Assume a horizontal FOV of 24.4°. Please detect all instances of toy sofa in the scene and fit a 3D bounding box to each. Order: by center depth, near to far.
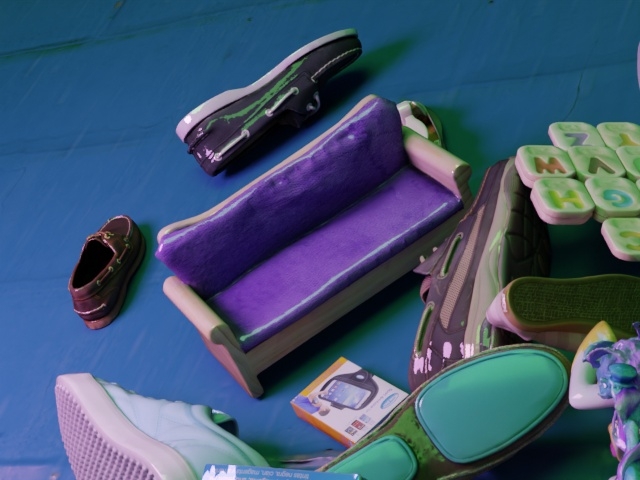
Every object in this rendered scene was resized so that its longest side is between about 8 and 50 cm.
[{"bbox_3d":[0.000,0.000,1.728,0.362,0.177,0.150,-33,34,-12],"label":"toy sofa"}]

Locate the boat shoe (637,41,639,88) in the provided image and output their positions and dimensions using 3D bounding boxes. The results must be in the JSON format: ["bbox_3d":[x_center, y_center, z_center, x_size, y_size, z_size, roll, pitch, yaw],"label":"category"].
[{"bbox_3d":[0.454,-0.146,1.626,0.105,0.113,0.306,0,33,-22],"label":"boat shoe"}]

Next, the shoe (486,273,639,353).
[{"bbox_3d":[0.268,0.075,1.481,0.219,0.058,0.076,8,62,-21],"label":"shoe"}]

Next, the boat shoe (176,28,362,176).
[{"bbox_3d":[-0.057,-0.195,2.109,0.302,0.091,0.114,-33,-10,-7],"label":"boat shoe"}]

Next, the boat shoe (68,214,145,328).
[{"bbox_3d":[-0.287,0.025,1.977,0.073,0.073,0.207,-17,34,16],"label":"boat shoe"}]

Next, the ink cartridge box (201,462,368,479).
[{"bbox_3d":[-0.022,0.330,1.246,0.168,0.171,0.232,-1,60,33],"label":"ink cartridge box"}]

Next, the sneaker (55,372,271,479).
[{"bbox_3d":[-0.172,0.229,1.611,0.150,0.135,0.366,-11,21,-29],"label":"sneaker"}]

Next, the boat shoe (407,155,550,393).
[{"bbox_3d":[0.164,0.036,1.612,0.130,0.132,0.355,-9,36,24],"label":"boat shoe"}]

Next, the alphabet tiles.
[{"bbox_3d":[0.362,-0.063,1.603,0.284,0.021,0.278,0,34,-8],"label":"alphabet tiles"}]

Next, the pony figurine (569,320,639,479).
[{"bbox_3d":[0.365,0.140,1.254,0.351,0.302,0.363,-21,18,19],"label":"pony figurine"}]

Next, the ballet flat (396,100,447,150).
[{"bbox_3d":[0.125,-0.146,1.937,0.072,0.068,0.213,-24,34,3],"label":"ballet flat"}]

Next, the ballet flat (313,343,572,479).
[{"bbox_3d":[0.107,0.201,1.444,0.316,0.106,0.107,-29,69,4],"label":"ballet flat"}]

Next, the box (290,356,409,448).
[{"bbox_3d":[0.039,0.180,1.593,0.081,0.028,0.136,-40,34,-20],"label":"box"}]
